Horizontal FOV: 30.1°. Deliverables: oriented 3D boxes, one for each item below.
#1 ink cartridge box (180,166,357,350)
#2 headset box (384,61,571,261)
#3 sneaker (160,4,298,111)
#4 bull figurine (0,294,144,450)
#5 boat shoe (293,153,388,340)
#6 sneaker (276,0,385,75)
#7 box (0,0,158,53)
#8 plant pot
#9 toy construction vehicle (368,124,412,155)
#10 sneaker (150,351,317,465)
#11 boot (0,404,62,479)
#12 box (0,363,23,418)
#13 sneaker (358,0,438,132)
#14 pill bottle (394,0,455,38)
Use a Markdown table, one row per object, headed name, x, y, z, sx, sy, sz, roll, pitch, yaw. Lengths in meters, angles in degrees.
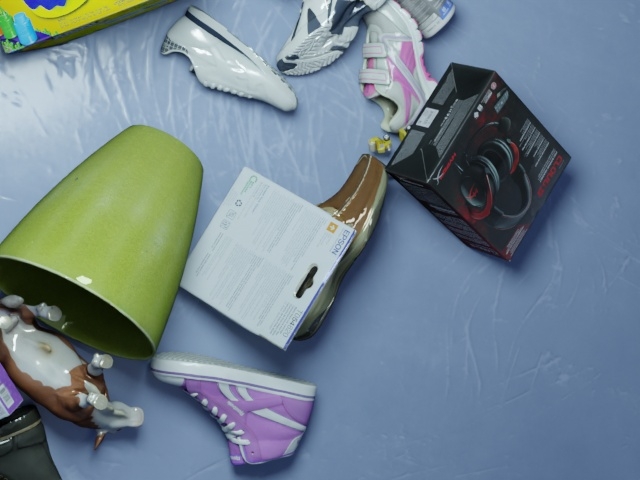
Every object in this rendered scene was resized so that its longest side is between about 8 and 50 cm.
| name | x | y | z | sx | sy | sz | roll | pitch | yaw |
| --- | --- | --- | --- | --- | --- | --- | --- | --- | --- |
| ink cartridge box | -0.083 | 0.029 | 1.870 | 0.224 | 0.045 | 0.223 | 31 | 87 | 20 |
| headset box | 0.275 | -0.120 | 1.979 | 0.293 | 0.110 | 0.218 | 40 | 79 | -39 |
| sneaker | -0.140 | -0.271 | 1.897 | 0.235 | 0.090 | 0.095 | 37 | 94 | -13 |
| bull figurine | -0.389 | 0.196 | 1.780 | 0.310 | 0.188 | 0.101 | 38 | 58 | -11 |
| boat shoe | 0.000 | 0.000 | 1.929 | 0.120 | 0.122 | 0.324 | 29 | 83 | -12 |
| sneaker | -0.004 | -0.390 | 1.935 | 0.094 | 0.153 | 0.235 | 13 | 128 | -46 |
| box | -0.338 | -0.449 | 1.700 | 0.290 | 0.177 | 0.279 | -17 | 98 | 18 |
| plant pot | -0.302 | -0.018 | 1.773 | 0.275 | 0.275 | 0.293 | 34 | 65 | -17 |
| toy construction vehicle | 0.130 | -0.149 | 1.983 | 0.098 | 0.086 | 0.035 | -13 | 56 | -4 |
| sneaker | -0.150 | 0.276 | 1.900 | 0.282 | 0.102 | 0.161 | 17 | 90 | -19 |
| boot | -0.497 | 0.353 | 1.801 | 0.198 | 0.077 | 0.137 | -24 | 105 | -15 |
| box | -0.592 | 0.157 | 1.718 | 0.201 | 0.057 | 0.293 | -25 | 102 | 16 |
| sneaker | 0.113 | -0.286 | 1.963 | 0.111 | 0.103 | 0.252 | -28 | 100 | -17 |
| pill bottle | 0.153 | -0.409 | 1.984 | 0.137 | 0.078 | 0.078 | 41 | 80 | -16 |
